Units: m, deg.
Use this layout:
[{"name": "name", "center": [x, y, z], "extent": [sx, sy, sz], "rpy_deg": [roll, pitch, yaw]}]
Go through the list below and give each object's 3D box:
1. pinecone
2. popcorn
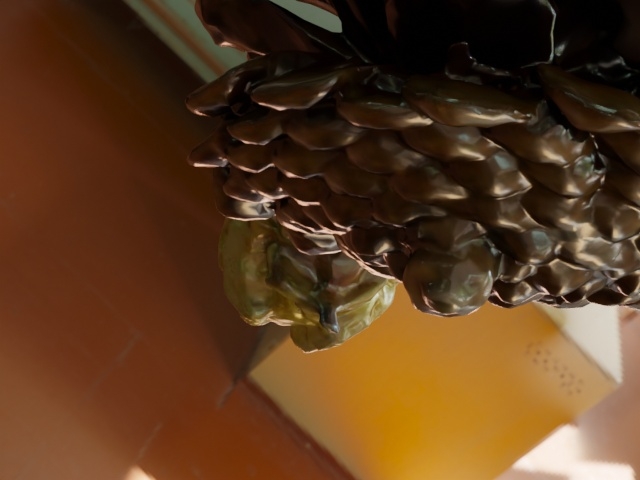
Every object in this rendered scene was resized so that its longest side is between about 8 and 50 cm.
[{"name": "pinecone", "center": [0.082, -0.092, 0.456], "extent": [0.264, 0.264, 0.264], "rpy_deg": [37, 26, -21]}, {"name": "popcorn", "center": [0.000, 0.000, 0.859], "extent": [0.148, 0.167, 0.152], "rpy_deg": [-7, 28, -22]}]
